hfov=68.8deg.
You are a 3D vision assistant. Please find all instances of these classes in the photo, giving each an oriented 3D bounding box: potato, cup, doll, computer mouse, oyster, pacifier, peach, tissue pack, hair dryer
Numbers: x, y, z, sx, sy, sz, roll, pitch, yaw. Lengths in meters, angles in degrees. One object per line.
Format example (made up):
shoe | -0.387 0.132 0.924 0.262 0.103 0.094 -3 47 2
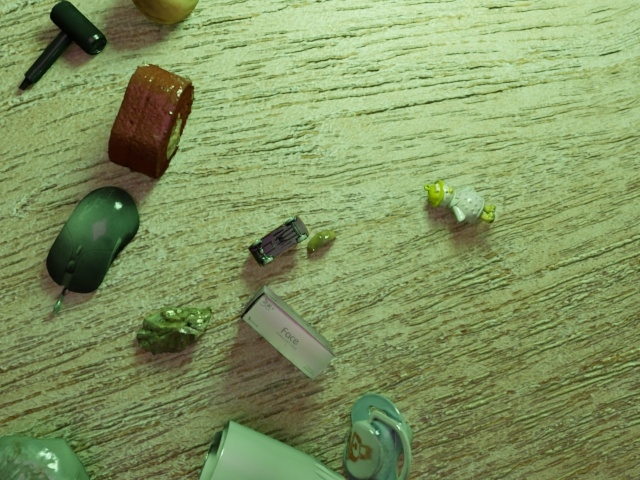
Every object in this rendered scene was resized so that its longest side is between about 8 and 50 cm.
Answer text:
potato | 0.000 -0.001 1.278 0.093 0.036 0.037 -34 97 -2
cup | -0.137 0.641 1.186 0.372 0.253 0.253 25 90 -8
doll | 0.379 -0.107 1.285 0.207 0.081 0.129 23 59 -2
computer mouse | -0.609 0.031 1.209 0.167 0.090 0.379 28 91 -4
oyster | -0.390 0.243 1.240 0.209 0.072 0.132 -1 89 -3
pacifier | 0.180 0.557 1.262 0.207 0.227 0.279 10 92 -45
peach | -0.389 -0.633 1.160 0.184 0.184 0.184 0 92 -5
tissue pack | -0.087 0.234 1.227 0.246 0.148 0.092 42 87 -6
hair dryer | -0.676 -0.473 1.205 0.128 0.070 0.255 41 96 -5

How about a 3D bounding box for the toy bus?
toy bus | -0.108 0.003 1.252 0.162 0.074 0.069 -33 87 -1

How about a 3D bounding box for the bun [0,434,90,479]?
bun | -0.735 0.644 1.163 0.355 0.194 0.354 0 90 -2

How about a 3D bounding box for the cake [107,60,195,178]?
cake | -0.422 -0.301 1.166 0.151 0.177 0.283 24 91 -5
